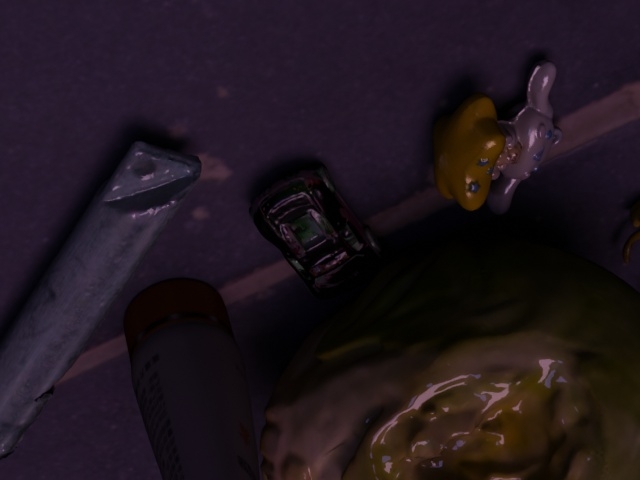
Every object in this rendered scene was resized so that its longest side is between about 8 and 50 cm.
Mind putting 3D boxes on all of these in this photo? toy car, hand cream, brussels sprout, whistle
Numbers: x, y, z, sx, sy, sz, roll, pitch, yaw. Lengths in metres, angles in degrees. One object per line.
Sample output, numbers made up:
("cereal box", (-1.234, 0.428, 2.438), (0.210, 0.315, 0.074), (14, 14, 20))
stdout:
("toy car", (0.000, 0.000, 1.533), (0.069, 0.055, 0.142), (-30, 135, 9))
("hand cream", (-0.088, 0.159, 1.470), (0.089, 0.314, 0.139), (-12, 136, -3))
("brussels sprout", (0.122, 0.137, 1.533), (0.344, 0.344, 0.268), (-15, 112, -4))
("whistle", (-0.191, 0.045, 1.509), (0.062, 0.062, 0.312), (18, 123, -30))

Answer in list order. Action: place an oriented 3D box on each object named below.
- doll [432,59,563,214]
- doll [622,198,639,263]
("doll", (0.138, -0.070, 1.517), (0.113, 0.071, 0.135), (-29, 142, -16))
("doll", (0.330, 0.032, 1.644), (0.188, 0.096, 0.145), (20, 115, -20))
